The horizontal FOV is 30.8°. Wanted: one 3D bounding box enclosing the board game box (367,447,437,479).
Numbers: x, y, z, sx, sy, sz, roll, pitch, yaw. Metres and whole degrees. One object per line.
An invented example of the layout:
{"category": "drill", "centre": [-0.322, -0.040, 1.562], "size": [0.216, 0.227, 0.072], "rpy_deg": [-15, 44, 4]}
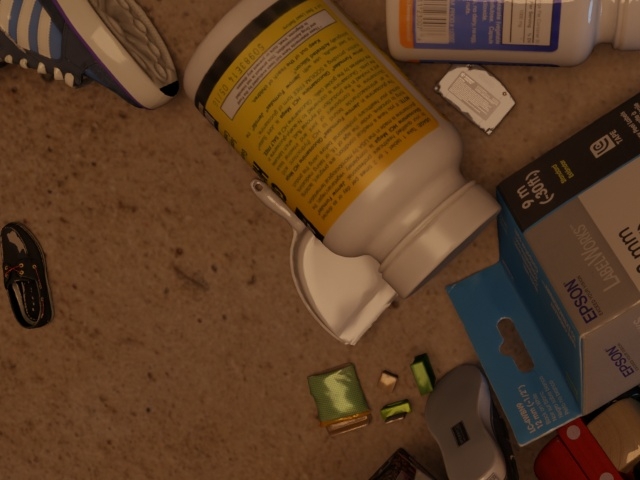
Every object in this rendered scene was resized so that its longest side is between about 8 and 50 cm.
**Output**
{"category": "board game box", "centre": [0.046, 0.387, 1.246], "size": [0.141, 0.291, 0.232], "rpy_deg": [42, 101, 3]}

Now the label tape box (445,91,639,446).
{"category": "label tape box", "centre": [0.289, 0.012, 1.179], "size": [0.347, 0.249, 0.115], "rpy_deg": [-32, 129, 11]}

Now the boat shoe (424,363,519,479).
{"category": "boat shoe", "centre": [0.171, 0.217, 1.249], "size": [0.080, 0.228, 0.076], "rpy_deg": [-35, 110, 9]}

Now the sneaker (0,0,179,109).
{"category": "sneaker", "centre": [-0.341, -0.223, 1.343], "size": [0.236, 0.130, 0.323], "rpy_deg": [-40, 93, 21]}

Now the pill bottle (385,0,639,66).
{"category": "pill bottle", "centre": [0.210, -0.259, 1.216], "size": [0.272, 0.152, 0.152], "rpy_deg": [3, 97, 9]}

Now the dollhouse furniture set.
{"category": "dollhouse furniture set", "centre": [0.057, 0.177, 1.338], "size": [0.151, 0.058, 0.076], "rpy_deg": [-19, 92, 12]}

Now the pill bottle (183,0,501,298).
{"category": "pill bottle", "centre": [0.027, -0.106, 1.234], "size": [0.188, 0.188, 0.334], "rpy_deg": [-44, 82, 12]}

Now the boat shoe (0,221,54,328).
{"category": "boat shoe", "centre": [-0.359, 0.042, 1.408], "size": [0.049, 0.042, 0.133], "rpy_deg": [-15, 92, 14]}

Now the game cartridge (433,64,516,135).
{"category": "game cartridge", "centre": [0.175, -0.164, 1.302], "size": [0.083, 0.017, 0.056], "rpy_deg": [41, 105, 4]}

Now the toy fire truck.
{"category": "toy fire truck", "centre": [0.277, 0.258, 1.241], "size": [0.246, 0.217, 0.158], "rpy_deg": [-42, 55, 16]}

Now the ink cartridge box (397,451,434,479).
{"category": "ink cartridge box", "centre": [0.167, 0.321, 1.224], "size": [0.189, 0.232, 0.066], "rpy_deg": [40, 79, -12]}

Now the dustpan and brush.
{"category": "dustpan and brush", "centre": [0.000, 0.000, 1.337], "size": [0.211, 0.060, 0.147], "rpy_deg": [41, 89, -3]}
